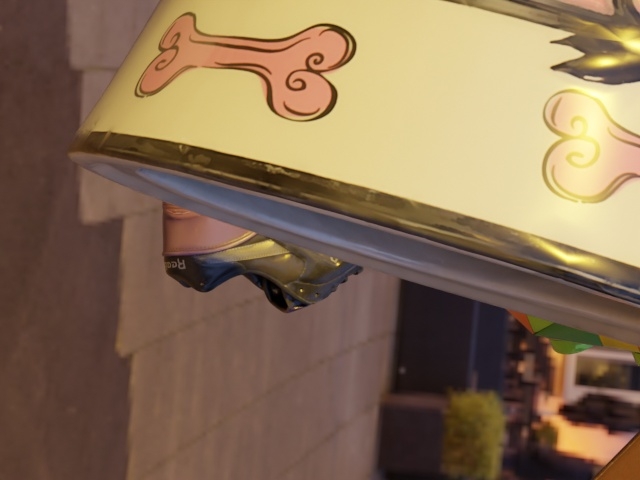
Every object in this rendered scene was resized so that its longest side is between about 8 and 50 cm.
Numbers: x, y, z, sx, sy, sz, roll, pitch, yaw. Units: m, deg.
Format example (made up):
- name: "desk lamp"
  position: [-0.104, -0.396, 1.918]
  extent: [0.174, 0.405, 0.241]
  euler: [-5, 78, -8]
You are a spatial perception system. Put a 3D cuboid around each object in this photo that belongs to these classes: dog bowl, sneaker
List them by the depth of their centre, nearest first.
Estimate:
- name: "dog bowl"
  position: [0.086, -0.051, 0.754]
  extent: [0.408, 0.408, 0.150]
  euler: [31, 75, -77]
- name: "sneaker"
  position: [0.000, 0.000, 1.220]
  extent: [0.107, 0.283, 0.124]
  euler: [179, -85, -67]

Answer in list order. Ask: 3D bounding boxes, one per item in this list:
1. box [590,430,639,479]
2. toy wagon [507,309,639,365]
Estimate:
- name: "box"
  position: [0.229, 0.244, 0.976]
  extent: [0.381, 0.143, 0.191]
  euler: [-48, 146, 18]
- name: "toy wagon"
  position: [0.265, 0.000, 1.388]
  extent: [0.068, 0.344, 0.267]
  euler: [-36, 112, -26]
